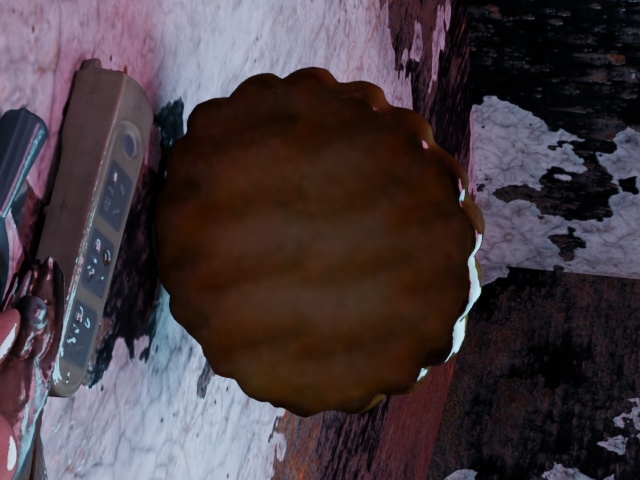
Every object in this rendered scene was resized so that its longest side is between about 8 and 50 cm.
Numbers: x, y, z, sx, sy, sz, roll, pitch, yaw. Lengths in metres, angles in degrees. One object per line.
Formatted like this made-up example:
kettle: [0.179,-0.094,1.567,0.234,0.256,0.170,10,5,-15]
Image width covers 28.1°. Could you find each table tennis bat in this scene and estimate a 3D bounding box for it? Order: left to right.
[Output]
table tennis bat: [-0.237,-0.005,0.882,0.124,0.033,0.201,76,28,-60]

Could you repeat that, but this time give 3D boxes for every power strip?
power strip: [-0.191,-0.006,1.019,0.080,0.048,0.286,57,42,-64]

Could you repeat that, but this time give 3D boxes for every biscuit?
biscuit: [0.000,0.000,1.186,0.107,0.326,0.325,-27,122,-64]

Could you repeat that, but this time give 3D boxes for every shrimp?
shrimp: [-0.227,0.168,0.915,0.164,0.062,0.316,51,52,-74]

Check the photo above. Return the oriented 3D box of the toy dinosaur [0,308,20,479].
toy dinosaur: [-0.222,0.071,0.689,0.194,0.177,0.152,-25,120,-74]
